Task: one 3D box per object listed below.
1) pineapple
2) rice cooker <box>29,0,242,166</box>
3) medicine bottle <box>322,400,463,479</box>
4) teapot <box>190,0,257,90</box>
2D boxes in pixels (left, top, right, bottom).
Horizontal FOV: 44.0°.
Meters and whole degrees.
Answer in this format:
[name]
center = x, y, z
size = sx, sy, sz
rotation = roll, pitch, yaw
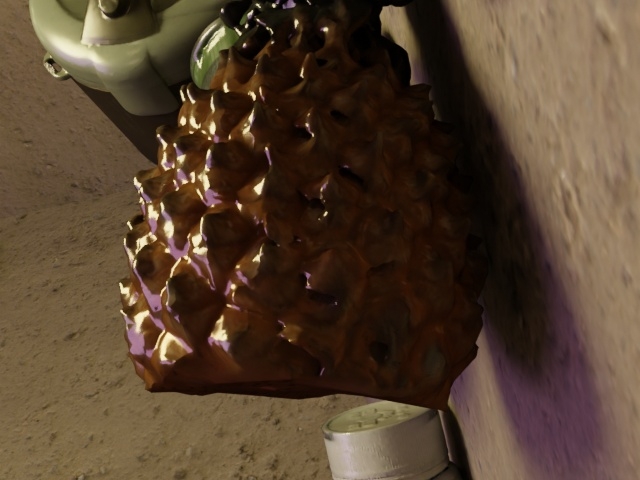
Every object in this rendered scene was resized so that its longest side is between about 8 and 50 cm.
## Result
[pineapple]
center = -0.003, -0.077, 0.502
size = 0.223, 0.222, 0.358
rotation = 85, -170, -75
[rice cooker]
center = -0.156, -0.274, 0.970
size = 0.325, 0.335, 0.335
rotation = 56, -163, -57
[medicine bottle]
center = 0.087, 0.300, 0.805
size = 0.143, 0.143, 0.258
rotation = 129, 127, -87
[teapot]
center = -0.008, -0.082, 0.735
size = 0.270, 0.200, 0.337
rotation = -51, 43, 50
